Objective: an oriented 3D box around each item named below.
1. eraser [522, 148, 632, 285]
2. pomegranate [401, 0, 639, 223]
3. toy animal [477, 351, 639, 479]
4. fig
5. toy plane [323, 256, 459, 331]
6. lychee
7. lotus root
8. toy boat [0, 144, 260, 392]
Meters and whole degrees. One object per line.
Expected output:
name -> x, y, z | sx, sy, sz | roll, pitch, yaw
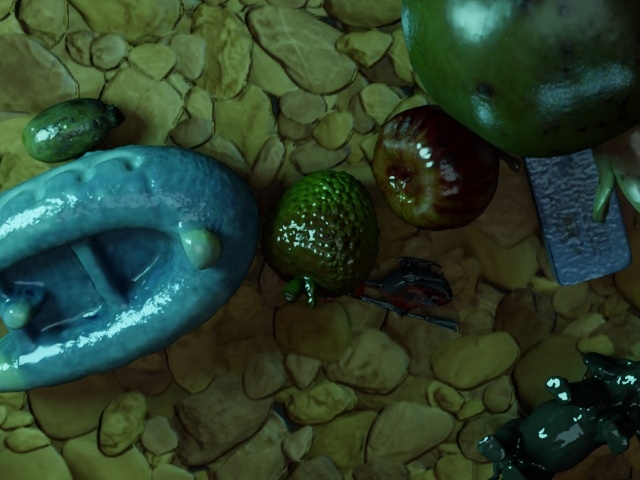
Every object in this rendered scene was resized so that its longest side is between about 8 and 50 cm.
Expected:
eraser -> 0.242, -0.070, 1.707 | 0.082, 0.036, 0.225 | -16, 108, 2
pomegranate -> 0.231, -0.192, 1.570 | 0.291, 0.291, 0.323 | -37, 133, 6
toy animal -> 0.261, 0.170, 1.729 | 0.245, 0.146, 0.114 | -23, 79, 21
fig -> 0.125, -0.071, 1.650 | 0.150, 0.128, 0.128 | -5, 107, -3
toy plane -> 0.075, 0.049, 1.729 | 0.145, 0.037, 0.060 | 10, 116, -13
lychee -> 0.000, 0.000, 1.662 | 0.114, 0.114, 0.146 | 21, 63, -11
lotus root -> -0.234, -0.107, 1.643 | 0.099, 0.054, 0.049 | -19, 129, 2
toy boat -> -0.209, 0.035, 1.635 | 0.330, 0.123, 0.215 | -22, 118, 4
